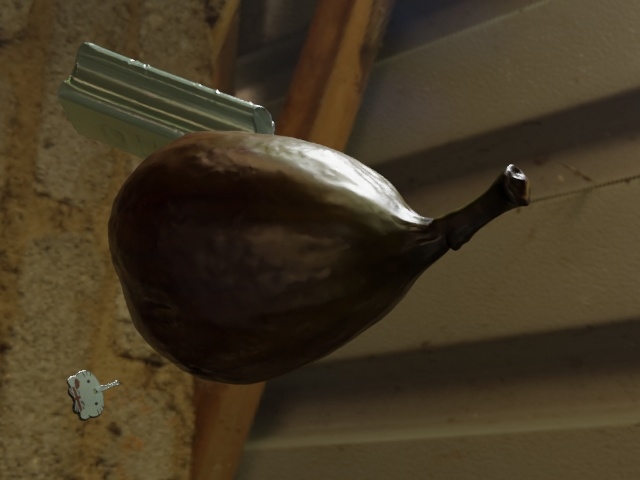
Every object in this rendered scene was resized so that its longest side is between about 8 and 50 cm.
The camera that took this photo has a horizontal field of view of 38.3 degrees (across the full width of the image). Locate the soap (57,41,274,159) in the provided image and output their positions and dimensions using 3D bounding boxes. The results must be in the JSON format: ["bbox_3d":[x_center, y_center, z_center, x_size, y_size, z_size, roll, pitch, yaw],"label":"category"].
[{"bbox_3d":[-0.148,-0.116,0.918,0.119,0.198,0.066,101,10,-77],"label":"soap"}]

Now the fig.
[{"bbox_3d":[0.001,-0.001,0.577,0.274,0.145,0.170,-11,-76,28],"label":"fig"}]

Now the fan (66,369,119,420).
[{"bbox_3d":[-0.258,0.174,1.055,0.004,0.083,0.055,-22,-96,28],"label":"fan"}]
